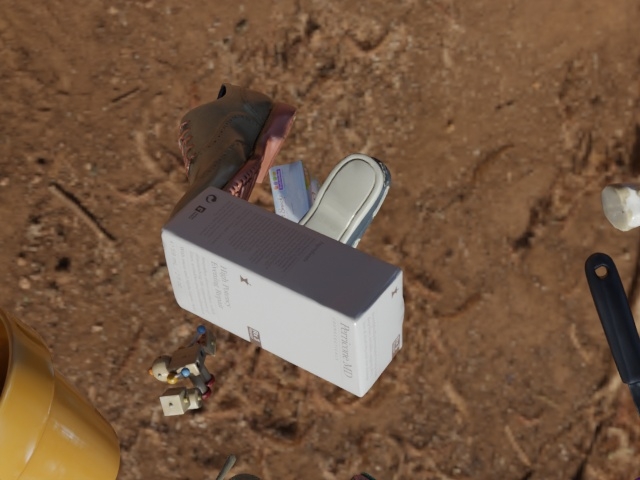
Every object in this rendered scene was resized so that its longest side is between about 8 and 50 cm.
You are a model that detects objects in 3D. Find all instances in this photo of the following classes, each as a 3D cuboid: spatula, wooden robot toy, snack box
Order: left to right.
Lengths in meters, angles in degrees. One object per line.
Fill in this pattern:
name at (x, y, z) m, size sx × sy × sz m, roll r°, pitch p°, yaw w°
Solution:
wooden robot toy at (-0.194, 0.184, 1.350) m, size 0.173 × 0.079 × 0.076 m, roll -76°, pitch 152°, yaw -57°
snack box at (-0.025, -0.031, 1.826) m, size 0.207 × 0.070 × 0.175 m, roll 47°, pitch 32°, yaw -70°
spatula at (0.301, 0.153, 0.924) m, size 0.030 × 0.084 × 0.297 m, roll 30°, pitch 43°, yaw -76°

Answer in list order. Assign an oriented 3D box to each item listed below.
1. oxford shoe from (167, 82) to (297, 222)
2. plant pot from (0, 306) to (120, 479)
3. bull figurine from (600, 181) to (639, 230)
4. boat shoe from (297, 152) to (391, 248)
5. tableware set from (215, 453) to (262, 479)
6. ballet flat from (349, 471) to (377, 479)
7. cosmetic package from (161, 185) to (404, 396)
oxford shoe at (-0.161, -0.109, 1.474) m, size 0.140 × 0.146 × 0.397 m, roll -61°, pitch -178°, yaw 34°
plant pot at (-0.294, 0.186, 0.920) m, size 0.188 × 0.205 × 0.205 m, roll 45°, pitch 58°, yaw -45°
bull figurine at (0.250, -0.017, 0.432) m, size 0.188 × 0.310 × 0.101 m, roll -20°, pitch 92°, yaw -17°
boat shoe at (0.000, 0.000, 1.280) m, size 0.255 × 0.095 × 0.079 m, roll -57°, pitch 157°, yaw 7°
tableware set at (-0.125, 0.393, 1.318) m, size 0.128 × 0.039 × 0.194 m, roll 43°, pitch 42°, yaw -7°
ballet flat at (0.128, 0.403, 1.383) m, size 0.079 × 0.221 × 0.077 m, roll -60°, pitch 167°, yaw -23°
cosmetic package at (-0.037, 0.047, 0.977) m, size 0.085 × 0.231 × 0.117 m, roll -46°, pitch 147°, yaw -33°
